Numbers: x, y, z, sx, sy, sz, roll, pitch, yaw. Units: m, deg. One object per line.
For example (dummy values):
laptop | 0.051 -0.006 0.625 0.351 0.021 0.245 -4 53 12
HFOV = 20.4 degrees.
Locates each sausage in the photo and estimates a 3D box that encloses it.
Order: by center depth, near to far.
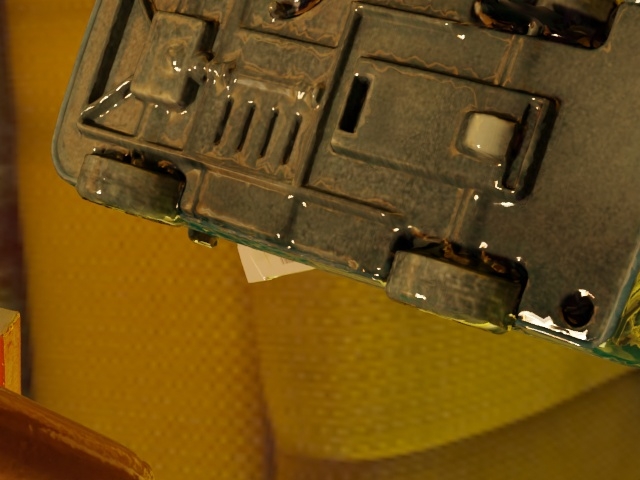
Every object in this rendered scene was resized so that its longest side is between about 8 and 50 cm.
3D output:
sausage | -0.250 0.156 1.366 0.289 0.086 0.086 32 65 -33

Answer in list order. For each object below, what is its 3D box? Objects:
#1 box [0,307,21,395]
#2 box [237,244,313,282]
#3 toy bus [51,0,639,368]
box | -0.415 0.157 1.693 0.048 0.265 0.273 -65 164 -53
box | 0.000 0.000 1.369 0.084 0.154 0.040 -21 92 -21
toy bus | 0.031 -0.035 0.610 0.134 0.246 0.113 20 88 -52
